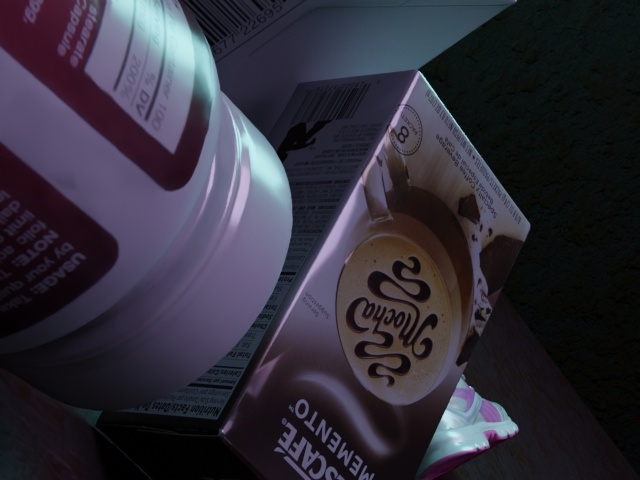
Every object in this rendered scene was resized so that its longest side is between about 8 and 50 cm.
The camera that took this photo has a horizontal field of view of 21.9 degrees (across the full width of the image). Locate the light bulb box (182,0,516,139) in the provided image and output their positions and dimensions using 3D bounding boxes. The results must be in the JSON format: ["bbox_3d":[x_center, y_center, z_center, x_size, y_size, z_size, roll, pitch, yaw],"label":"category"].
[{"bbox_3d":[-0.106,-0.246,1.249,0.225,0.358,0.361,43,18,-47],"label":"light bulb box"}]

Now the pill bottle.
[{"bbox_3d":[-0.188,-0.082,0.776,0.392,0.224,0.224,45,16,-48],"label":"pill bottle"}]

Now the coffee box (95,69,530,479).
[{"bbox_3d":[0.006,0.053,1.095,0.168,0.119,0.297,50,55,-34],"label":"coffee box"}]

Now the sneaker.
[{"bbox_3d":[0.136,0.185,1.771,0.111,0.103,0.252,60,10,10],"label":"sneaker"}]
